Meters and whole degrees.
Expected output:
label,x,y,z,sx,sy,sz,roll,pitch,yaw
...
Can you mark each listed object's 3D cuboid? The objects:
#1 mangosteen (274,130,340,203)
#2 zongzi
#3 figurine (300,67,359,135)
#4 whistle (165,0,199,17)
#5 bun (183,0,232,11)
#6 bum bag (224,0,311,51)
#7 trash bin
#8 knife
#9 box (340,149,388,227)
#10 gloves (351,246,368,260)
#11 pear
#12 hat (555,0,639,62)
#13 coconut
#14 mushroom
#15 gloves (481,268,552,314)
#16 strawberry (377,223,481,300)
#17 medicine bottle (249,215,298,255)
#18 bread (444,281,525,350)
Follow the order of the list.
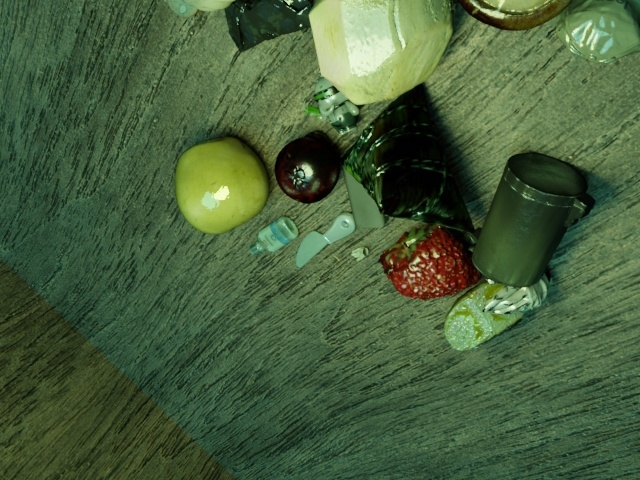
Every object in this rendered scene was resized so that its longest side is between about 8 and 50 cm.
label,x,y,z,sx,sy,sz,roll,pitch,yaw
mangosteen,-0.034,-0.209,1.756,0.210,0.210,0.210,14,125,20
zongzi,0.260,-0.162,1.587,0.362,0.383,0.319,23,130,-33
figurine,0.039,-0.389,1.659,0.147,0.126,0.192,-10,103,53
whistle,-0.353,-0.695,1.713,0.220,0.057,0.107,7,129,20
bun,-0.246,-0.715,1.578,0.263,0.175,0.263,-11,74,43
bum bag,-0.151,-0.612,1.641,0.310,0.074,0.137,-5,129,37
trash bin,0.533,-0.046,1.552,0.252,0.203,0.301,38,134,30
knife,-0.001,-0.002,1.982,0.080,0.044,0.331,48,133,-7
box,0.133,-0.154,1.796,0.103,0.055,0.244,1,120,27
gloves,0.131,0.044,1.933,0.081,0.037,0.044,-6,81,48
pear,-0.310,-0.176,1.873,0.309,0.309,0.309,14,125,20
hat,0.617,-0.514,1.260,0.214,0.149,0.245,17,137,18
coconut,0.141,-0.508,1.402,0.352,0.352,0.352,14,125,20
mushroom,0.420,-0.602,1.290,0.297,0.163,0.278,33,138,6
gloves,0.537,0.141,1.646,0.111,0.212,0.127,9,122,53
strawberry,0.316,0.075,1.719,0.261,0.261,0.257,-27,106,38
medicine bottle,-0.166,-0.007,2.052,0.208,0.054,0.090,-31,102,39
bread,0.469,0.206,1.769,0.158,0.260,0.156,57,171,-2
